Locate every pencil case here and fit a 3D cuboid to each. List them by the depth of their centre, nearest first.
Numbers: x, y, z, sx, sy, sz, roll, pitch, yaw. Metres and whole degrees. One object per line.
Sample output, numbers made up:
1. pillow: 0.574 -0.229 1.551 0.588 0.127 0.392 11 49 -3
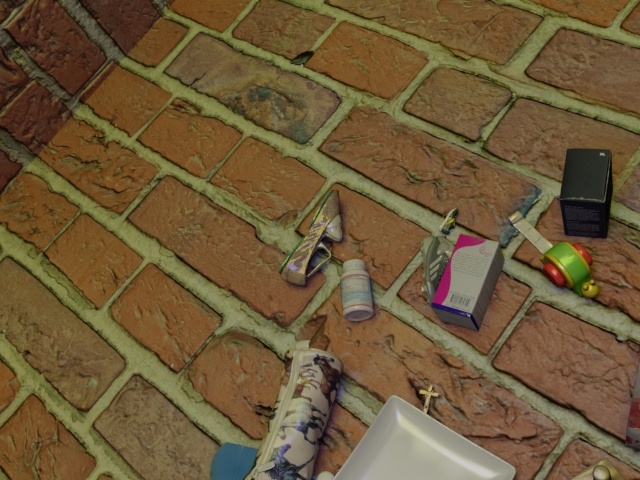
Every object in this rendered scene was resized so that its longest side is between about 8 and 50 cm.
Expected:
1. pencil case: -0.068 0.469 1.896 0.160 0.183 0.410 7 65 26

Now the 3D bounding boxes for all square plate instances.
1. square plate: 0.218 0.583 1.725 0.344 0.049 0.347 28 63 25

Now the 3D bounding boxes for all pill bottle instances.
1. pill bottle: 0.099 0.137 2.068 0.087 0.087 0.160 -13 58 16

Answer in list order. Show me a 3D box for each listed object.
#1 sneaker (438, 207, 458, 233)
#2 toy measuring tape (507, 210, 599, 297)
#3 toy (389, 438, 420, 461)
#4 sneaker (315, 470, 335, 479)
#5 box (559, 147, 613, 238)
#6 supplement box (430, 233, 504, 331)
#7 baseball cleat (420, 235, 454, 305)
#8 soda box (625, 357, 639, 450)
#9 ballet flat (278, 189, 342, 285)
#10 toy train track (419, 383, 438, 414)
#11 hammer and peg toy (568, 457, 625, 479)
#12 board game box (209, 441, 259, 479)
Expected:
1. sneaker: 0.368 -0.052 2.100 0.035 0.031 0.083 34 83 20
2. toy measuring tape: 0.592 0.020 1.911 0.121 0.121 0.330 -36 55 1
3. toy: 0.188 0.577 1.803 0.237 0.056 0.136 25 69 26
4. sneaker: -0.010 0.679 1.812 0.085 0.086 0.237 4 63 27
5. box: 0.678 -0.118 1.893 0.108 0.207 0.153 5 65 25
6. supplement box: 0.388 0.108 1.947 0.111 0.114 0.220 15 71 30
7. baseball cleat: 0.325 0.076 2.018 0.110 0.072 0.205 -8 63 11
8. soda box: 0.739 0.334 1.646 0.084 0.092 0.263 9 50 27
9. ballet flat: 0.000 0.000 2.193 0.106 0.107 0.315 30 82 12
10. toy train track: 0.273 0.406 1.890 0.048 0.014 0.083 9 72 19
11. hammer and peg toy: 0.626 0.604 1.559 0.361 0.127 0.266 -34 55 2
12. board game box: -0.213 0.611 1.969 0.169 0.033 0.133 4 70 28
